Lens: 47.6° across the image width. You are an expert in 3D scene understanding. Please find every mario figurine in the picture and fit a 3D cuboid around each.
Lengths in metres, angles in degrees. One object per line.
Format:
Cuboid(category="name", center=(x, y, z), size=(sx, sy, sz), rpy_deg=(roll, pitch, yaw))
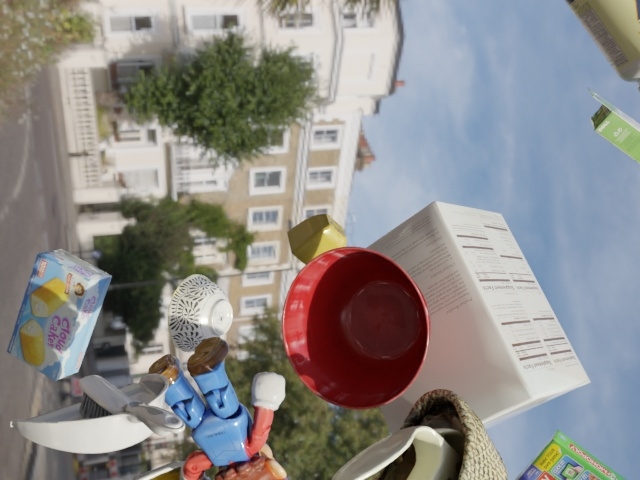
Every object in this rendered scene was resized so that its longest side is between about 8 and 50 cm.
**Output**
Cuboid(category="mario figurine", center=(-0.148, 0.307, 1.165), size=(0.198, 0.170, 0.320), rpy_deg=(-8, -68, 44))

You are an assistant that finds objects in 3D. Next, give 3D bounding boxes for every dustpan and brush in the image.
Cuboid(category="dustpan and brush", center=(-0.185, 0.160, 0.677), size=(0.211, 0.147, 0.060), rpy_deg=(15, -69, 46))

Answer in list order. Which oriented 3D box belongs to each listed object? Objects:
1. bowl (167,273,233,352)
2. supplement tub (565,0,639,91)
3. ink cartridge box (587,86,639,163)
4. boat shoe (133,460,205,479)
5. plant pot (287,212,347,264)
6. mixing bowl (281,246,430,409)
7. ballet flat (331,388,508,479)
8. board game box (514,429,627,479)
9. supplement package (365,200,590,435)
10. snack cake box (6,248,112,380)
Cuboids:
Cuboid(category="bowl", center=(-0.239, 0.159, 1.543), size=(0.170, 0.080, 0.170), rpy_deg=(-15, 107, -61))
Cuboid(category="supplement tub", center=(0.710, -0.497, 1.586), size=(0.324, 0.235, 0.235), rpy_deg=(54, -16, -1))
Cuboid(category="ink cartridge box", center=(0.701, -0.269, 1.715), size=(0.062, 0.209, 0.109), rpy_deg=(-53, -177, 28))
Cuboid(category="boat shoe", center=(-0.341, 0.462, 1.177), size=(0.135, 0.367, 0.156), rpy_deg=(55, -40, 23))
Cuboid(category="plant pot", center=(0.000, 0.000, 1.306), size=(0.083, 0.081, 0.081), rpy_deg=(-42, -152, 15))
Cuboid(category="mixing bowl", center=(0.057, 0.098, 0.847), size=(0.098, 0.182, 0.181), rpy_deg=(1, 81, -62))
Cuboid(category="ballet flat", center=(0.032, 0.311, 0.651), size=(0.164, 0.483, 0.182), rpy_deg=(-8, -65, 38))
Cuboid(category="board game box", center=(0.511, 0.585, 1.562), size=(0.214, 0.046, 0.317), rpy_deg=(35, -59, 15))
Cuboid(category="supplement package", center=(0.179, 0.117, 0.966), size=(0.199, 0.198, 0.262), rpy_deg=(-36, -114, 31))
Cuboid(category="snack cake box", center=(-0.608, 0.171, 1.687), size=(0.264, 0.152, 0.089), rpy_deg=(-68, 164, 13))
